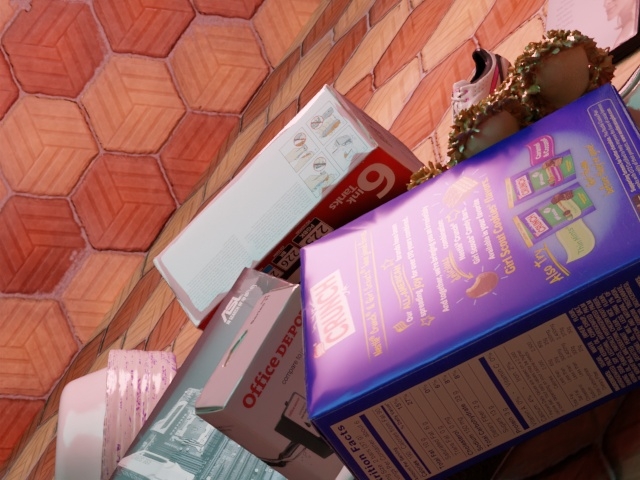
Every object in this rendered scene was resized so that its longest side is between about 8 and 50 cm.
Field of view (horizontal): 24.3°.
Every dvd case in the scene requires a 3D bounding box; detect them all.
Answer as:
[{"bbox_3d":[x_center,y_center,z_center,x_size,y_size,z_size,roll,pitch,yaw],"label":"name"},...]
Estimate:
[{"bbox_3d":[0.331,-0.301,1.762,0.180,0.022,0.253,-35,38,53],"label":"dvd case"}]

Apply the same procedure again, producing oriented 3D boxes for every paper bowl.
[{"bbox_3d":[-0.264,0.282,1.911,0.284,0.148,0.284,-178,90,-82],"label":"paper bowl"}]

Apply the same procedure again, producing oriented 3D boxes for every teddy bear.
[{"bbox_3d":[0.184,-0.107,1.447,0.245,0.113,0.338,-55,-13,11],"label":"teddy bear"}]

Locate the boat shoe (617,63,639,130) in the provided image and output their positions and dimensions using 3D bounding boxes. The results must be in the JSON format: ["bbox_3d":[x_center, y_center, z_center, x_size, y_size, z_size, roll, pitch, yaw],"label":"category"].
[{"bbox_3d":[0.323,-0.115,1.390,0.112,0.095,0.335,32,89,40],"label":"boat shoe"}]

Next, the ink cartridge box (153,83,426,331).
[{"bbox_3d":[0.000,0.000,1.853,0.309,0.272,0.130,-45,54,11],"label":"ink cartridge box"}]

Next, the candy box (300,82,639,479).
[{"bbox_3d":[0.145,0.040,1.212,0.317,0.122,0.268,-27,28,13],"label":"candy box"}]

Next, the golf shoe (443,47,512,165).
[{"bbox_3d":[0.189,-0.157,1.871,0.067,0.086,0.186,-25,33,59],"label":"golf shoe"}]

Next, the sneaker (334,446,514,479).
[{"bbox_3d":[0.118,0.154,1.338,0.290,0.106,0.123,-41,23,4],"label":"sneaker"}]

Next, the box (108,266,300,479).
[{"bbox_3d":[-0.061,0.199,1.618,0.242,0.076,0.307,20,71,39],"label":"box"}]

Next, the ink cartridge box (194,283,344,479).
[{"bbox_3d":[0.004,0.162,1.464,0.153,0.208,0.087,-59,16,-21],"label":"ink cartridge box"}]
